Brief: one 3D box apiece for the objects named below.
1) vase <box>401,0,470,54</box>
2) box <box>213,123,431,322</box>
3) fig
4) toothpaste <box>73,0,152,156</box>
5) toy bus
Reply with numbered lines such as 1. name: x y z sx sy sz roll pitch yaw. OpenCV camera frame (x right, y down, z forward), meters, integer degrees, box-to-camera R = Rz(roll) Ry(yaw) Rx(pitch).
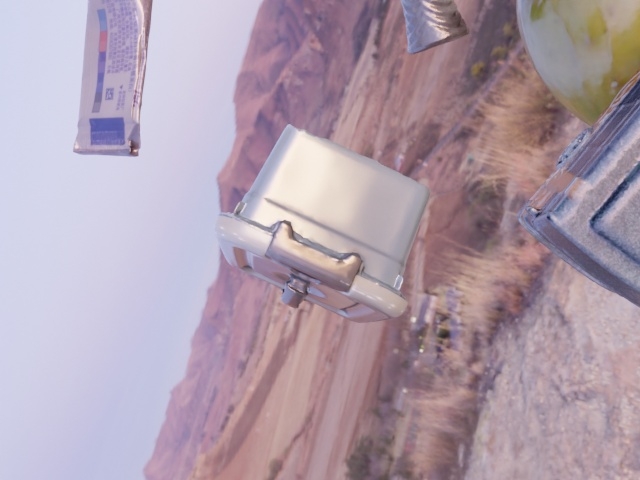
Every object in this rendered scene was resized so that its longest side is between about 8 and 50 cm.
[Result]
1. vase: 0.106 -0.344 0.792 0.115 0.116 0.237 -102 -6 -77
2. box: 0.000 0.000 0.604 0.227 0.162 0.130 119 176 -80
3. fig: 0.351 -0.248 0.778 0.239 0.240 0.271 -87 -13 -66
4. toothpaste: -0.227 -0.235 0.757 0.099 0.069 0.282 7 93 64
5. toy bus: 0.308 -0.082 0.577 0.275 0.138 0.167 -52 -3 12
